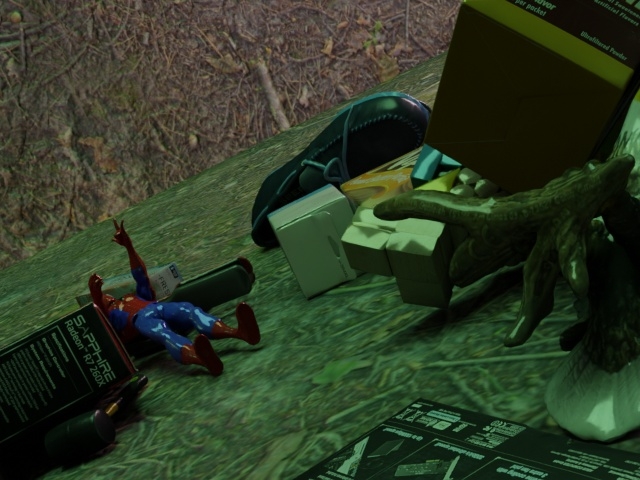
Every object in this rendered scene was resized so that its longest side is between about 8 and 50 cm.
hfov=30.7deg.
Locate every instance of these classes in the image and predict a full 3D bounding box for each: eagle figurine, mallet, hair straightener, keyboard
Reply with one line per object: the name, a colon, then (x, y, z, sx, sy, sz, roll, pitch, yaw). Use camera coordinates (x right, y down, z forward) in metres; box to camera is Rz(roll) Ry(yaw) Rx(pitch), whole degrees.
eagle figurine: (0.229, -0.012, 0.771, 0.298, 0.225, 0.226, 5, 31, -44)
mallet: (-0.221, 0.175, 1.173, 0.062, 0.039, 0.189, -26, 6, 8)
hair straightener: (-0.191, 0.081, 1.407, 0.231, 0.047, 0.089, -18, 13, 4)
keyboard: (-0.196, 0.105, 1.479, 0.108, 0.023, 0.180, -15, 13, 18)

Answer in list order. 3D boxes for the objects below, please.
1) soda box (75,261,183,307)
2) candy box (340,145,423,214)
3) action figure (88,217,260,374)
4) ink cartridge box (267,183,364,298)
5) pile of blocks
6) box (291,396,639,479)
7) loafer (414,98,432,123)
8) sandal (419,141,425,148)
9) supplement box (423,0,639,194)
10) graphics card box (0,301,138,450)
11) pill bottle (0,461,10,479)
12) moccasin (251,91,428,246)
soda box: (-0.268, 0.080, 1.653, 0.183, 0.058, 0.063, -12, 16, 46)
candy box: (0.136, -0.046, 1.279, 0.183, 0.087, 0.316, -25, 10, -1)
action figure: (-0.191, 0.058, 1.278, 0.091, 0.139, 0.280, -35, 21, -31)
ink cartridge box: (0.000, 0.000, 1.349, 0.090, 0.092, 0.143, -26, 10, -2)
pile of blocks: (0.193, -0.047, 1.049, 0.362, 0.112, 0.149, -20, 50, 0)
box: (0.036, 0.172, 0.484, 0.242, 0.076, 0.307, -29, 11, -22)
loafer: (0.046, -0.144, 1.923, 0.303, 0.109, 0.095, -30, 7, -10)
sandal: (0.137, -0.120, 1.706, 0.219, 0.060, 0.090, -23, 11, 11)
supplement box: (0.197, -0.162, 0.921, 0.194, 0.129, 0.191, -54, -13, -24)
graphics card box: (-0.379, 0.191, 1.185, 0.371, 0.094, 0.233, -30, 1, -16)
pill bottle: (-0.380, 0.234, 0.991, 0.219, 0.122, 0.123, -28, 11, -15)
moccasin: (0.026, -0.079, 1.635, 0.342, 0.138, 0.116, -39, 24, 45)
